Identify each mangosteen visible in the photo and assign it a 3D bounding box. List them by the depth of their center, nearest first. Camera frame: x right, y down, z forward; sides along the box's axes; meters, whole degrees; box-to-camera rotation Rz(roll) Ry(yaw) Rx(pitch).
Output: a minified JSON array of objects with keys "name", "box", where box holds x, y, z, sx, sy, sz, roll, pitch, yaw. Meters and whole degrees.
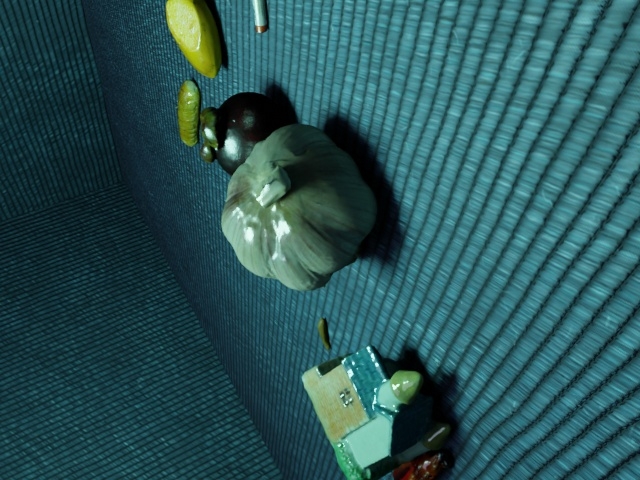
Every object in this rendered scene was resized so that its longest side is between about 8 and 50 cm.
[{"name":"mangosteen","box":[-0.168,-0.231,1.402,0.210,0.210,0.209,49,152,38]}]

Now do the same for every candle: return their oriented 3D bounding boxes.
[{"name":"candle","box":[0.225,0.511,1.402,0.084,0.059,0.301,48,152,20]}]

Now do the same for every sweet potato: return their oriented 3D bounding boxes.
[{"name":"sweet potato","box":[0.008,0.251,1.696,0.026,0.026,0.115,38,147,51]}]

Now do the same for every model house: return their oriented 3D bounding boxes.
[{"name":"model house","box":[0.149,0.323,1.288,0.267,0.194,0.325,64,144,19]}]

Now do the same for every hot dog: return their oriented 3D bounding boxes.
[{"name":"hot dog","box":[-0.421,-0.399,2.010,0.088,0.061,0.285,47,154,18]}]

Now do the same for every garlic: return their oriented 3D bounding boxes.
[{"name":"garlic","box":[-0.049,-0.062,1.203,0.322,0.241,0.321,-9,79,52]}]

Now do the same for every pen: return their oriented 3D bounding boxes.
[{"name":"pen","box":[-0.129,-0.532,1.248,0.028,0.028,0.239,47,150,41]}]

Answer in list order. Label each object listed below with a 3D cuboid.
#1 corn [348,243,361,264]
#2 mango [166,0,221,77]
[{"name":"corn","box":[0.000,0.000,1.382,0.290,0.098,0.098,15,125,59]},{"name":"mango","box":[-0.306,-0.517,1.581,0.141,0.102,0.217,-9,107,43]}]
